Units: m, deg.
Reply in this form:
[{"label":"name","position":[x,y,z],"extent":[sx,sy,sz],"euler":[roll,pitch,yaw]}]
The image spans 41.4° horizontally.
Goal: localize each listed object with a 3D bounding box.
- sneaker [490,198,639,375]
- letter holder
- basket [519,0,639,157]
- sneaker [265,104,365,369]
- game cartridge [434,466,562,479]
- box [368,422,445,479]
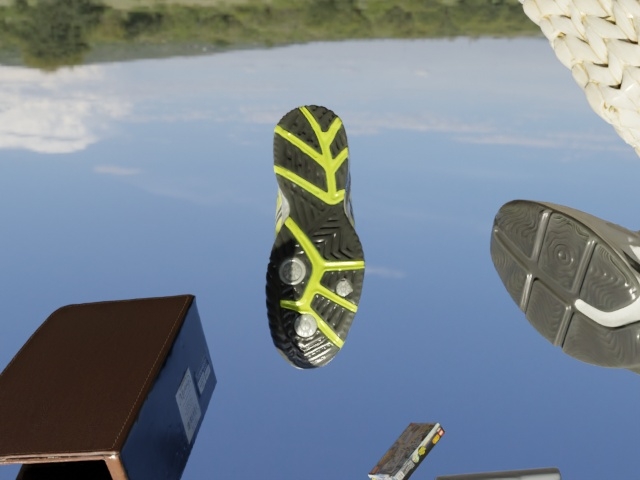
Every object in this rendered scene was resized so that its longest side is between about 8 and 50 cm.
[{"label":"sneaker","position":[0.444,0.063,1.073],"extent":[0.257,0.169,0.447],"euler":[-16,-143,-36]},{"label":"letter holder","position":[-0.277,0.215,1.039],"extent":[0.214,0.152,0.302],"euler":[-4,-151,11]},{"label":"basket","position":[0.364,-0.243,0.815],"extent":[0.331,0.266,0.328],"euler":[25,-146,-46]},{"label":"sneaker","position":[0.000,0.000,1.254],"extent":[0.145,0.385,0.147],"euler":[2,166,7]},{"label":"game cartridge","position":[0.236,0.453,1.099],"extent":[0.198,0.297,0.062],"euler":[-4,156,-1]},{"label":"box","position":[0.158,0.391,1.551],"extent":[0.137,0.027,0.094],"euler":[-44,-169,-27]}]
